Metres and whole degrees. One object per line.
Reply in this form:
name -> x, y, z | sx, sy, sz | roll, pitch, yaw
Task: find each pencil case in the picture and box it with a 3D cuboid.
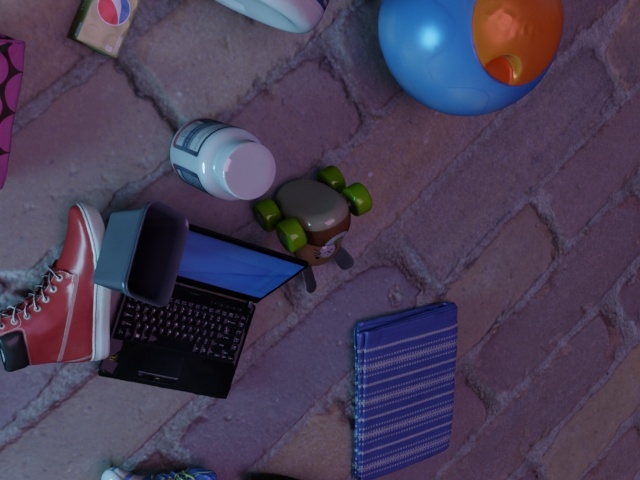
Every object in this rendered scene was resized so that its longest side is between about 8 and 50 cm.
pencil case -> -0.443, -0.165, 1.034 | 0.098, 0.095, 0.209 | 7, 98, -32

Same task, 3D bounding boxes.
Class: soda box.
soda box -> -0.278, -0.346, 1.099 | 0.061, 0.058, 0.181 | 22, 93, -34

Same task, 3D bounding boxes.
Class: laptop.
laptop -> -0.179, 0.120, 1.247 | 0.234, 0.136, 0.264 | 19, 88, -33

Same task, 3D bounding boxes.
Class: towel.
towel -> 0.164, 0.293, 1.574 | 0.243, 0.040, 0.336 | -11, 112, -30

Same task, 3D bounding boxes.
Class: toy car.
toy car -> 0.000, 0.000, 1.330 | 0.155, 0.149, 0.188 | -29, 129, -19

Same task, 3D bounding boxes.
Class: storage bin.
storage bin -> -0.249, 0.019, 1.111 | 0.098, 0.091, 0.135 | 30, 68, -51

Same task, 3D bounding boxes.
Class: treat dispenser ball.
treat dispenser ball -> 0.235, -0.343, 1.272 | 0.288, 0.288, 0.288 | -9, 109, -29

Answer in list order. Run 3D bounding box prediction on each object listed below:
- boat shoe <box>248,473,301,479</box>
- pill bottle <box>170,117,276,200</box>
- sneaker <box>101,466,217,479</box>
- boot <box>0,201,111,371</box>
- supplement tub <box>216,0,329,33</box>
boat shoe -> -0.017, 0.509, 1.476 | 0.307, 0.110, 0.104 | 25, 89, -34
pill bottle -> -0.141, -0.116, 1.176 | 0.108, 0.180, 0.108 | -10, 109, -29
sneaker -> -0.250, 0.413, 1.337 | 0.240, 0.091, 0.126 | 50, 59, -31
boot -> -0.391, 0.069, 1.139 | 0.176, 0.088, 0.244 | -4, 110, -29
supplement tub -> -0.049, -0.474, 1.086 | 0.235, 0.235, 0.325 | 22, 95, -34
